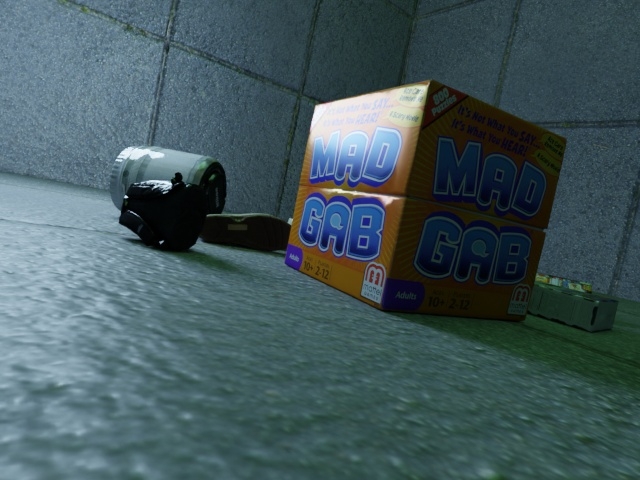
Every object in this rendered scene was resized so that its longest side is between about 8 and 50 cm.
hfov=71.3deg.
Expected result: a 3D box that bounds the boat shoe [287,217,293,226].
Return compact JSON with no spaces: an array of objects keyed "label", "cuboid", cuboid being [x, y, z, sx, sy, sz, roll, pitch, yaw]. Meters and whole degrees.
[{"label":"boat shoe","cuboid":[0.017,-0.001,1.364,0.303,0.094,0.109,13,4,19]}]

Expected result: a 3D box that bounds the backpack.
[{"label":"backpack","cuboid":[-0.320,-0.053,0.906,0.182,0.151,0.115,10,-14,33]}]

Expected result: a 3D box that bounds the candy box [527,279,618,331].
[{"label":"candy box","cuboid":[0.543,0.142,1.019,0.165,0.070,0.196,8,6,-44]}]

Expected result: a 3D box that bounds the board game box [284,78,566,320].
[{"label":"board game box","cuboid":[0.189,-0.068,0.899,0.357,0.355,0.357,9,5,-31]}]

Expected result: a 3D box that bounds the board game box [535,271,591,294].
[{"label":"board game box","cuboid":[0.599,0.132,1.229,0.260,0.030,0.136,13,35,23]}]

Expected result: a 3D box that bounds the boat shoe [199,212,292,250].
[{"label":"boat shoe","cuboid":[-0.193,-0.028,1.167,0.258,0.095,0.095,10,-2,-22]}]

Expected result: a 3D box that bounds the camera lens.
[{"label":"camera lens","cuboid":[-0.426,-0.150,1.289,0.275,0.219,0.219,12,4,8]}]
